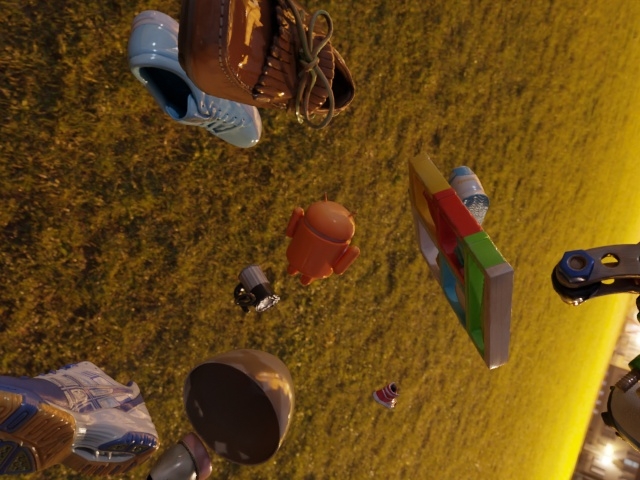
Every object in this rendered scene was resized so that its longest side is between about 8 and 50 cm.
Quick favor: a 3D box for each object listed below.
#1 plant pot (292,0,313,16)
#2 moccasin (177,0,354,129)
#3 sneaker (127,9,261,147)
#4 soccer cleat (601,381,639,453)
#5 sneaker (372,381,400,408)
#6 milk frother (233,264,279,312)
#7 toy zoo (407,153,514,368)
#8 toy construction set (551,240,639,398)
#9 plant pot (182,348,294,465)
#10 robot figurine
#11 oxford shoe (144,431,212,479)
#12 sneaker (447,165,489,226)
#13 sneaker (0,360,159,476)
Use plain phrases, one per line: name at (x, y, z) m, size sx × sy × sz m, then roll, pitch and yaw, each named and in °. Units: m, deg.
plant pot at (-0.155, -0.506, 1.118) m, size 0.230 × 0.216 × 0.215 m, roll 39°, pitch 69°, yaw -43°
moccasin at (-0.038, -0.205, 0.589) m, size 0.380 × 0.147 × 0.139 m, roll -3°, pitch 106°, yaw -76°
sneaker at (-0.256, -0.276, 1.027) m, size 0.366 × 0.135 × 0.150 m, roll 40°, pitch 47°, yaw -47°
soccer cleat at (0.587, 0.340, 0.782) m, size 0.331 × 0.143 × 0.116 m, roll 40°, pitch 65°, yaw -16°
sneaker at (0.202, 0.435, 1.409) m, size 0.067 × 0.042 × 0.118 m, roll -36°, pitch 141°, yaw 17°
milk frother at (-0.223, 0.149, 1.589) m, size 0.129 × 0.134 × 0.143 m, roll -31°, pitch 148°, yaw -9°
toy zoo at (0.181, 0.009, 0.708) m, size 0.030 × 0.293 × 0.192 m, roll -19°, pitch 133°, yaw -2°
toy construction set at (0.472, 0.079, 0.615) m, size 0.237 × 0.257 × 0.308 m, roll -39°, pitch 122°, yaw -3°
plant pot at (-0.177, 0.392, 1.281) m, size 0.191 × 0.284 × 0.283 m, roll -32°, pitch 130°, yaw -59°
robot figurine at (0.002, 0.001, 1.170) m, size 0.128 × 0.158 × 0.219 m, roll 10°, pitch 121°, yaw -31°
oxford shoe at (-0.383, 0.619, 1.256) m, size 0.147 × 0.140 × 0.396 m, roll -22°, pitch 144°, yaw -39°
sneaker at (0.284, -0.058, 1.045) m, size 0.228 × 0.088 × 0.092 m, roll 97°, pitch -16°, yaw -58°
sneaker at (-0.334, 0.210, 0.628) m, size 0.112 × 0.131 × 0.296 m, roll -35°, pitch 143°, yaw 3°
